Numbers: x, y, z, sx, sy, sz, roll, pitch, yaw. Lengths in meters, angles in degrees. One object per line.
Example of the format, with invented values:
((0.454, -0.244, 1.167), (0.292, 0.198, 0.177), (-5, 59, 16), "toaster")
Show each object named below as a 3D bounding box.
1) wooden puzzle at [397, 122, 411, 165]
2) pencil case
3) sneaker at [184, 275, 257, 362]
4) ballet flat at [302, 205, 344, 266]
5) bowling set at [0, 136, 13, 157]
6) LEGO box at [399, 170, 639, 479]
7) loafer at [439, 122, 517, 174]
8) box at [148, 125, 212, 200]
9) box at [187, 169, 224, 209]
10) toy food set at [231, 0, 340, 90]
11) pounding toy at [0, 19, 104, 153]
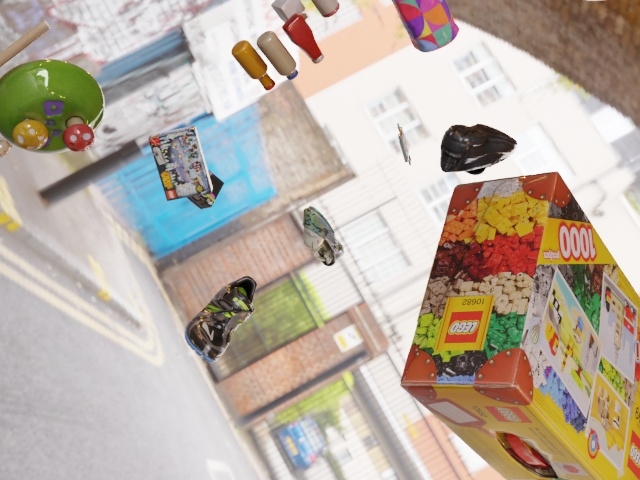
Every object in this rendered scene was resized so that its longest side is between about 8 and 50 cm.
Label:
((0.143, -0.165, 1.500), (0.049, 0.006, 0.083), (-74, 148, -63), "wooden puzzle")
((0.180, -0.482, 1.698), (0.236, 0.104, 0.104), (56, -4, -21), "pencil case")
((-0.145, 0.111, 1.303), (0.067, 0.078, 0.188), (40, 33, -8), "sneaker")
((0.000, 0.000, 1.745), (0.070, 0.070, 0.188), (57, 3, 34), "ballet flat")
((-0.799, -0.211, 1.985), (0.154, 0.287, 0.200), (52, 20, -60), "bowling set")
((0.373, 0.186, 1.443), (0.193, 0.372, 0.500), (-6, -37, 39), "LEGO box")
((0.261, -0.150, 1.454), (0.076, 0.078, 0.223), (33, 23, 28), "loafer")
((-0.276, -0.152, 1.720), (0.027, 0.094, 0.137), (-92, 170, -65), "box")
((-0.306, -0.135, 2.307), (0.052, 0.083, 0.062), (-7, -41, 48), "box")
((-0.039, -0.378, 1.584), (0.111, 0.232, 0.104), (33, -13, 50), "toy food set")
((-0.445, -0.204, 1.396), (0.110, 0.183, 0.237), (65, 3, 39), "pounding toy")
